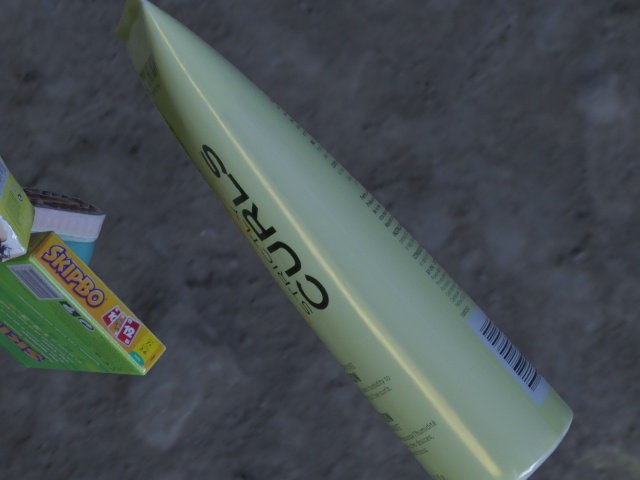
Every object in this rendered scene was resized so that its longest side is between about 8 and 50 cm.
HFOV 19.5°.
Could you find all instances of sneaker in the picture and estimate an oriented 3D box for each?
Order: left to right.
[{"bbox_3d":[-0.346,0.007,1.772,0.302,0.108,0.121,8,103,-38],"label":"sneaker"}]

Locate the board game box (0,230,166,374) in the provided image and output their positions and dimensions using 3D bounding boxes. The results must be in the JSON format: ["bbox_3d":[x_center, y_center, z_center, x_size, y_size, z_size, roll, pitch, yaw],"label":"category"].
[{"bbox_3d":[-0.221,0.050,1.438,0.124,0.259,0.039,48,65,-19],"label":"board game box"}]

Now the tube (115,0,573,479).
[{"bbox_3d":[0.000,0.000,0.737,0.240,0.070,0.062,50,38,-4],"label":"tube"}]

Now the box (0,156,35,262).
[{"bbox_3d":[-0.324,0.004,1.318,0.087,0.232,0.058,59,17,-30],"label":"box"}]
